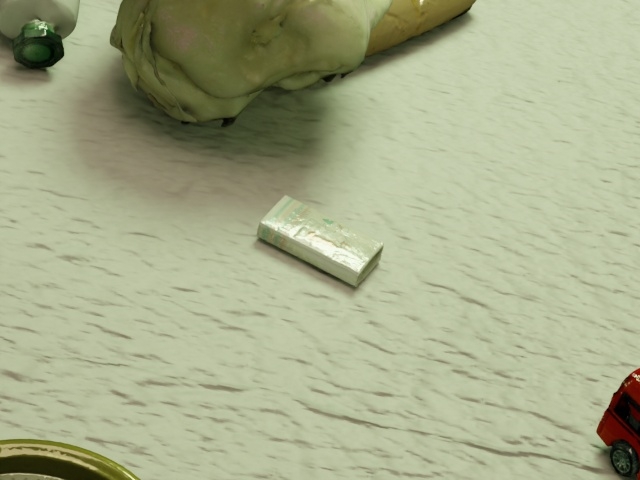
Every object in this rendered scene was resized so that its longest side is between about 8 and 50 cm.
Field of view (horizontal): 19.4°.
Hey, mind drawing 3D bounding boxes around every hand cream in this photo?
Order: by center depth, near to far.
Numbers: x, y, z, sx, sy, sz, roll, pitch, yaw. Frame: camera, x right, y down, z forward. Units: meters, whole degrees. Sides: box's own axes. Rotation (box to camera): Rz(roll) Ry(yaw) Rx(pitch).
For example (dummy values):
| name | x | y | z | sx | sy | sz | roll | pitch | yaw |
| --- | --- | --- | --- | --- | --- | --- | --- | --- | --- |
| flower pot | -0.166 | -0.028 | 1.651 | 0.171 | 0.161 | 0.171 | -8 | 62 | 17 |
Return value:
| name | x | y | z | sx | sy | sz | roll | pitch | yaw |
| --- | --- | --- | --- | --- | --- | --- | --- | --- | --- |
| hand cream | -0.296 | -0.324 | 1.926 | 0.121 | 0.076 | 0.336 | 0 | 57 | -12 |

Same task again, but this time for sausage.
| name | x | y | z | sx | sy | sz | roll | pitch | yaw |
| --- | --- | --- | --- | --- | --- | --- | --- | --- | --- |
| sausage | 0.063 | -0.234 | 1.998 | 0.301 | 0.065 | 0.066 | -27 | 55 | -37 |

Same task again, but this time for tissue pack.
| name | x | y | z | sx | sy | sz | roll | pitch | yaw |
| --- | --- | --- | --- | --- | --- | --- | --- | --- | --- |
| tissue pack | 0.000 | 0.000 | 1.732 | 0.108 | 0.023 | 0.056 | 27 | 41 | 15 |

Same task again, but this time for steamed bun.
| name | x | y | z | sx | sy | sz | roll | pitch | yaw |
| --- | --- | --- | --- | --- | --- | --- | --- | --- | --- |
| steamed bun | -0.081 | -0.268 | 1.818 | 0.268 | 0.207 | 0.280 | -10 | 38 | 28 |

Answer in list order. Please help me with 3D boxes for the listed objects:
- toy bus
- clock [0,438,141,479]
| name | x | y | z | sx | sy | sz | roll | pitch | yaw |
| --- | --- | --- | --- | --- | --- | --- | --- | --- | --- |
| toy bus | 0.324 | 0.190 | 1.560 | 0.081 | 0.089 | 0.195 | -18 | 50 | -33 |
| clock | -0.216 | 0.244 | 1.356 | 0.237 | 0.057 | 0.237 | 7 | 41 | -6 |
